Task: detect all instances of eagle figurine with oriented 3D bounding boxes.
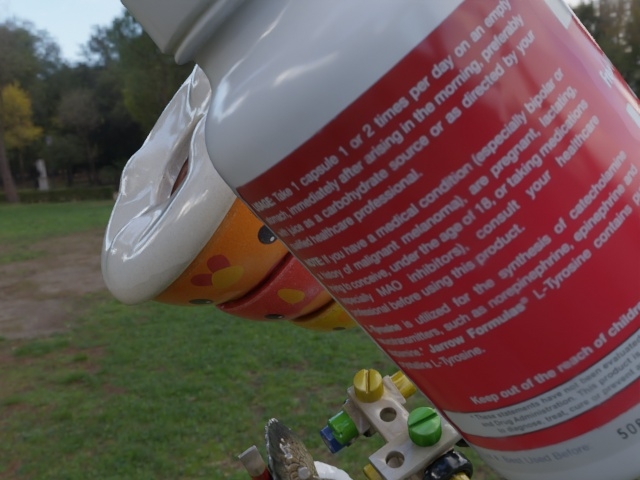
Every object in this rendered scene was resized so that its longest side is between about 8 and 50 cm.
[{"bbox_3d":[0.001,0.381,1.077,0.226,0.225,0.298,0,-39,-23],"label":"eagle figurine"}]

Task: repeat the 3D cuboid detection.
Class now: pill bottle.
[{"bbox_3d":[0.077,-0.054,0.490,0.229,0.408,0.229,-40,13,11],"label":"pill bottle"}]

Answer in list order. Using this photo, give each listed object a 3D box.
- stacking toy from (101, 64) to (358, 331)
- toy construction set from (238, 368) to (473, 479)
[{"bbox_3d":[0.000,0.000,0.980,0.479,0.351,0.350,29,-9,-26],"label":"stacking toy"},{"bbox_3d":[0.057,0.240,0.890,0.308,0.237,0.258,-13,51,2],"label":"toy construction set"}]
